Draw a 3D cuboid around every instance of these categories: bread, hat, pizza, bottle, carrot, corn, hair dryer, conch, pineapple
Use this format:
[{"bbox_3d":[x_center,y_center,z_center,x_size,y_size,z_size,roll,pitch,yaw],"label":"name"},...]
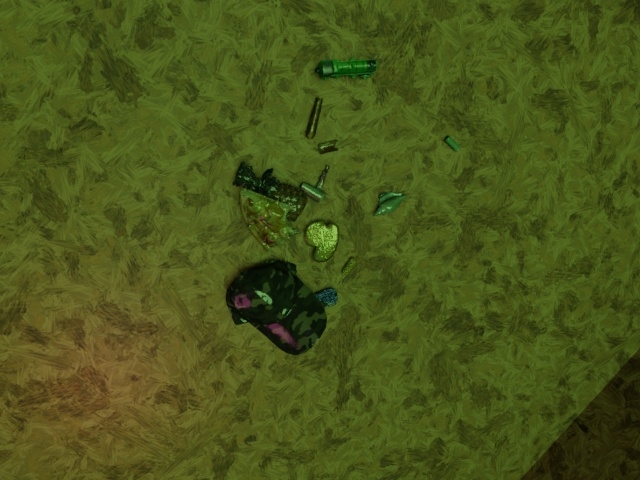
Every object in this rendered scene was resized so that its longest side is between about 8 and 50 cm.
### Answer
[{"bbox_3d":[0.033,-0.390,1.843,0.084,0.036,0.046,-14,122,-10],"label":"bread"},{"bbox_3d":[0.000,0.000,1.922,0.150,0.065,0.187,12,104,-5],"label":"bread"},{"bbox_3d":[-0.177,0.288,1.843,0.366,0.382,0.257,-50,151,1],"label":"hat"},{"bbox_3d":[-0.206,-0.067,1.759,0.223,0.089,0.323,4,136,24],"label":"pizza"},{"bbox_3d":[0.588,-0.431,1.965,0.083,0.030,0.030,38,93,-19],"label":"bottle"},{"bbox_3d":[-0.023,-0.501,1.803,0.042,0.042,0.170,13,97,-16],"label":"carrot"},{"bbox_3d":[0.129,0.117,1.989,0.037,0.037,0.092,35,96,-18],"label":"corn"},{"bbox_3d":[-0.009,-0.251,1.869,0.106,0.054,0.154,35,84,-14],"label":"hair dryer"},{"bbox_3d":[0.298,-0.162,1.954,0.180,0.088,0.065,-35,152,-10],"label":"conch"},{"bbox_3d":[-0.201,-0.206,1.784,0.310,0.141,0.170,31,124,-11],"label":"pineapple"}]

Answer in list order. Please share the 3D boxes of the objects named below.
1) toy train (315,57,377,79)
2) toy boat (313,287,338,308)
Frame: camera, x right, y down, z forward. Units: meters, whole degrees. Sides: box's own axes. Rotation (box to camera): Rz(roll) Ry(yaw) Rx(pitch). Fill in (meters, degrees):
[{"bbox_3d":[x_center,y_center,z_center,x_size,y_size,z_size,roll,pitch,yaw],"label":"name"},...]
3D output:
[{"bbox_3d":[0.106,-0.683,1.746,0.252,0.119,0.084,-7,104,-10],"label":"toy train"},{"bbox_3d":[-0.002,0.275,1.959,0.175,0.110,0.091,-18,109,-7],"label":"toy boat"}]
